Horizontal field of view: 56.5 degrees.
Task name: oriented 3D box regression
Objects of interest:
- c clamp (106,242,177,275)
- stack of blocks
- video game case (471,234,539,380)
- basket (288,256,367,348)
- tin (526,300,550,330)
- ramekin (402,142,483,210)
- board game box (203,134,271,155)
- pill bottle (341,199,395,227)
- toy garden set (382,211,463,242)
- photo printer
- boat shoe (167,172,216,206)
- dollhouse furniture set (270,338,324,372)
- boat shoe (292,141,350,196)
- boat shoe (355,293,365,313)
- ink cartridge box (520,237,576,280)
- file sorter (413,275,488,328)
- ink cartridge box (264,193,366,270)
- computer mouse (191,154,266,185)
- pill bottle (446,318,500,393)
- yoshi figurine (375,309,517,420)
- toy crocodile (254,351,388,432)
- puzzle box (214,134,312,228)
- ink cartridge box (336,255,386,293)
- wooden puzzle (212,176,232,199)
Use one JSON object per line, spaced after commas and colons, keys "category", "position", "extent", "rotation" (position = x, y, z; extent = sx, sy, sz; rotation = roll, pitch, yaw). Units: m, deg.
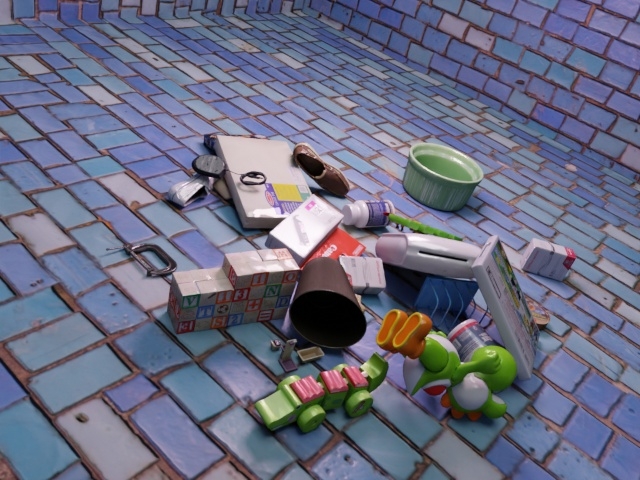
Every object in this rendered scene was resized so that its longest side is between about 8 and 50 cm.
{"category": "c clamp", "position": [-0.471, 0.051, 1.604], "extent": [0.160, 0.022, 0.137], "rotation": [33, 31, 24]}
{"category": "stack of blocks", "position": [-0.216, 0.122, 1.480], "extent": [0.297, 0.171, 0.087], "rotation": [-5, 40, -30]}
{"category": "video game case", "position": [0.517, 0.173, 1.644], "extent": [0.329, 0.036, 0.300], "rotation": [65, 28, -4]}
{"category": "basket", "position": [0.012, 0.146, 1.555], "extent": [0.204, 0.154, 0.227], "rotation": [28, 20, -16]}
{"category": "tin", "position": [0.613, 0.223, 1.842], "extent": [0.189, 0.040, 0.106], "rotation": [15, 30, -5]}
{"category": "ramekin", "position": [0.471, -0.247, 2.350], "extent": [0.303, 0.148, 0.303], "rotation": [12, 34, -8]}
{"category": "board game box", "position": [-0.290, -0.352, 2.214], "extent": [0.243, 0.042, 0.165], "rotation": [-6, 28, -32]}
{"category": "pill bottle", "position": [0.161, -0.091, 2.029], "extent": [0.169, 0.094, 0.094], "rotation": [-4, 39, -30]}
{"category": "toy garden set", "position": [0.315, -0.037, 1.979], "extent": [0.244, 0.049, 0.203], "rotation": [15, 8, -33]}
{"category": "photo printer", "position": [0.322, 0.043, 1.772], "extent": [0.255, 0.107, 0.307], "rotation": [11, -1, -10]}
{"category": "boat shoe", "position": [-0.386, -0.169, 1.918], "extent": [0.075, 0.083, 0.226], "rotation": [40, 50, 12]}
{"category": "dollhouse furniture set", "position": [-0.049, 0.250, 1.454], "extent": [0.114, 0.081, 0.091], "rotation": [-7, 41, -33]}
{"category": "boat shoe", "position": [0.000, -0.235, 2.109], "extent": [0.257, 0.095, 0.095], "rotation": [37, 22, -18]}
{"category": "boat shoe", "position": [0.101, 0.190, 1.638], "extent": [0.045, 0.050, 0.135], "rotation": [6, 35, -8]}
{"category": "ink cartridge box", "position": [0.792, 0.066, 2.083], "extent": [0.150, 0.109, 0.063], "rotation": [17, 34, -2]}
{"category": "file sorter", "position": [0.376, 0.186, 1.713], "extent": [0.170, 0.118, 0.105], "rotation": [8, 38, -15]}
{"category": "ink cartridge box", "position": [0.000, 0.000, 1.805], "extent": [0.238, 0.060, 0.275], "rotation": [35, 41, 8]}
{"category": "computer mouse", "position": [-0.290, -0.216, 1.896], "extent": [0.242, 0.041, 0.071], "rotation": [16, 63, -2]}
{"category": "pill bottle", "position": [0.423, 0.306, 1.566], "extent": [0.107, 0.108, 0.180], "rotation": [-10, 48, -36]}
{"category": "yoshi figurine", "position": [0.326, 0.276, 1.417], "extent": [0.362, 0.203, 0.204], "rotation": [37, 35, -17]}
{"category": "toy crocodile", "position": [0.013, 0.337, 1.336], "extent": [0.340, 0.105, 0.115], "rotation": [-8, 41, -32]}
{"category": "puzzle box", "position": [-0.182, -0.198, 1.997], "extent": [0.272, 0.052, 0.409], "rotation": [1, 46, -29]}
{"category": "ink cartridge box", "position": [0.113, 0.102, 1.738], "extent": [0.135, 0.056, 0.099], "rotation": [5, 60, -20]}
{"category": "wooden puzzle", "position": [-0.273, -0.225, 2.068], "extent": [0.238, 0.044, 0.221], "rotation": [-13, 45, -37]}
